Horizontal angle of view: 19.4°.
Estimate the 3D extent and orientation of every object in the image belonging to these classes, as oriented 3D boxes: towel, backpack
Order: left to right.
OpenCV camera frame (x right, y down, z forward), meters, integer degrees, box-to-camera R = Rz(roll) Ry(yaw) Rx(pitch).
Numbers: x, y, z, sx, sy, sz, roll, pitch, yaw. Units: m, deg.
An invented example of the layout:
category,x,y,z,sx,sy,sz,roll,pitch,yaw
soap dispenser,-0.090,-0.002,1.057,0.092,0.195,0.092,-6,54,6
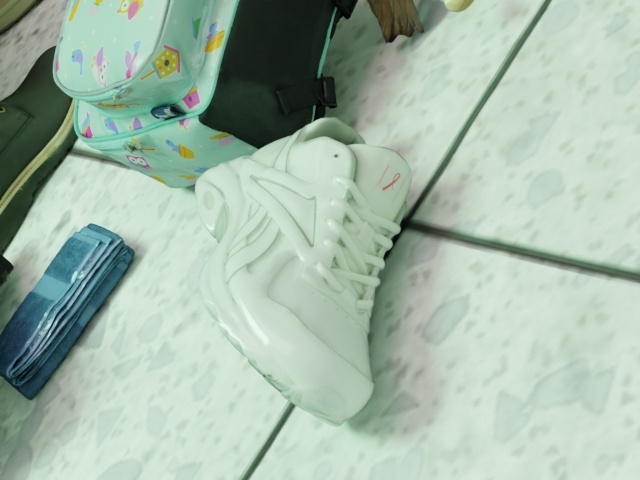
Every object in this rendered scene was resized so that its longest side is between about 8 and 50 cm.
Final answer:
category,x,y,z,sx,sy,sz,roll,pitch,yaw
towel,-0.173,0.043,1.218,0.119,0.029,0.067,-56,30,-8
backpack,-0.083,-0.123,1.166,0.188,0.144,0.166,-21,54,58

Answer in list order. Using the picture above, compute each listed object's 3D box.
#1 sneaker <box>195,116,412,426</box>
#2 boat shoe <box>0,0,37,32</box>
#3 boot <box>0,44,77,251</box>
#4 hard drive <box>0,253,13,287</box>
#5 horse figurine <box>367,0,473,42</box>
category,x,y,z,sx,sy,sz,roll,pitch,yaw
sneaker,0.000,0.000,0.981,0.115,0.090,0.232,-38,33,14
boat shoe,-0.321,-0.233,1.646,0.302,0.098,0.109,-36,33,24
boot,-0.257,-0.093,1.371,0.077,0.137,0.198,-10,48,48
hard drive,-0.355,0.140,1.236,0.339,0.064,0.237,-44,5,9
horse figurine,0.087,-0.243,1.080,0.263,0.066,0.174,-48,65,17
